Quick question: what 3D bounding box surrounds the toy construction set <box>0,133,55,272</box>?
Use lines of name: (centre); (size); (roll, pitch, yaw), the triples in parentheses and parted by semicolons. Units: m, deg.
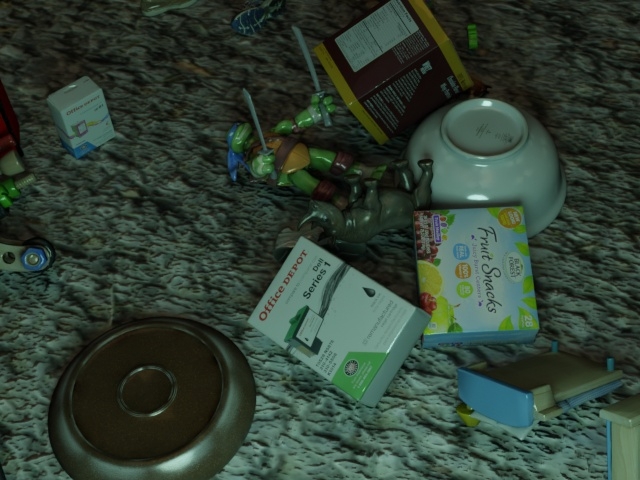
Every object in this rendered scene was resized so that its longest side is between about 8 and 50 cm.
toy construction set: (-0.591, -0.041, 1.613); (0.237, 0.258, 0.309); (-27, 33, -1)

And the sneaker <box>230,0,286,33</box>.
sneaker: (-0.134, -0.461, 2.009); (0.135, 0.052, 0.058); (-35, 46, -30)

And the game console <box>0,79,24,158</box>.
game console: (-0.589, -0.207, 1.771); (0.124, 0.144, 0.085); (-38, 57, -23)

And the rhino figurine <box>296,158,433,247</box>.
rhino figurine: (0.073, -0.051, 1.564); (0.243, 0.106, 0.073); (-19, 23, -21)

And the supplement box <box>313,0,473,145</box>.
supplement box: (0.126, -0.291, 1.667); (0.194, 0.191, 0.129); (-33, 67, 10)

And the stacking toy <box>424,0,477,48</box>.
stacking toy: (0.214, -0.443, 1.964); (0.166, 0.052, 0.221); (-6, 53, 1)

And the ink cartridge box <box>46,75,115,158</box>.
ink cartridge box: (-0.429, -0.221, 1.783); (0.088, 0.122, 0.052); (-36, 57, -22)

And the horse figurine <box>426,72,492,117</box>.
horse figurine: (0.162, -0.298, 1.834); (0.263, 0.066, 0.174); (27, 53, 26)

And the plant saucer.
plant saucer: (-0.250, 0.230, 1.456); (0.310, 0.050, 0.311); (-2, 52, 2)

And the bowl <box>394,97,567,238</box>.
bowl: (0.269, -0.142, 1.660); (0.297, 0.134, 0.298); (-3, 51, 3)

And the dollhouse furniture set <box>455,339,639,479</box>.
dollhouse furniture set: (0.380, 0.262, 1.370); (0.286, 0.198, 0.303); (-13, 16, -33)

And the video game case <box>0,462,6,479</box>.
video game case: (-0.555, 0.360, 1.349); (0.248, 0.035, 0.275); (-23, 64, -13)

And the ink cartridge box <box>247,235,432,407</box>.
ink cartridge box: (0.025, 0.117, 1.459); (0.219, 0.092, 0.160); (31, 89, 26)

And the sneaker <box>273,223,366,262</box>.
sneaker: (0.000, 0.000, 1.617); (0.152, 0.054, 0.061); (1, 48, 6)

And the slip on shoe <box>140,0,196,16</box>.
slip on shoe: (-0.310, -0.507, 2.057); (0.135, 0.041, 0.051); (-20, 52, -12)

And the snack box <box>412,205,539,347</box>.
snack box: (0.233, 0.055, 1.520); (0.174, 0.070, 0.207); (-2, 65, 2)

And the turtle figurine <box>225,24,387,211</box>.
turtle figurine: (-0.021, -0.158, 1.631); (0.266, 0.275, 0.198); (31, 23, 0)
